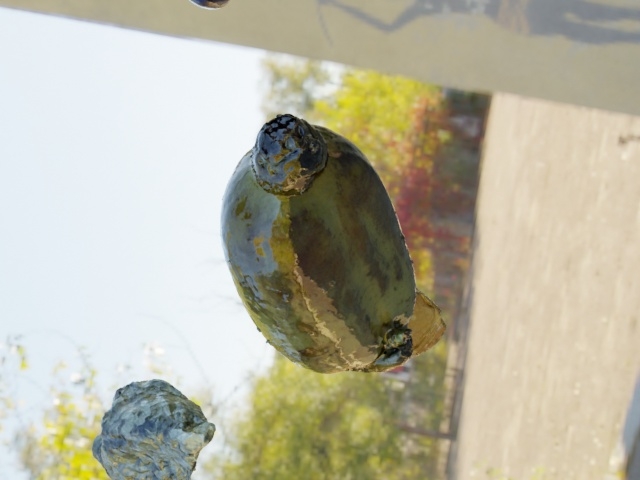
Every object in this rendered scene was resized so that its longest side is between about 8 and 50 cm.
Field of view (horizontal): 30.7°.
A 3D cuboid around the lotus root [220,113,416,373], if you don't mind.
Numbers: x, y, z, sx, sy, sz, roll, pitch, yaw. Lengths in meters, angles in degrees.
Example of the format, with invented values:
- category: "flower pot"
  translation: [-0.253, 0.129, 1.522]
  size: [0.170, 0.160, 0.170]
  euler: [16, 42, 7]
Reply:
- category: "lotus root"
  translation: [0.000, 0.000, 1.071]
  size: [0.309, 0.173, 0.173]
  euler: [67, -155, -42]

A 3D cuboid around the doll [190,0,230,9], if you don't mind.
- category: "doll"
  translation: [-0.078, -0.349, 1.038]
  size: [0.187, 0.365, 0.376]
  euler: [34, 157, 54]

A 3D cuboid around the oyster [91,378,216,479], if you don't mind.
- category: "oyster"
  translation: [-0.174, 0.203, 1.186]
  size: [0.064, 0.125, 0.177]
  euler: [-32, -16, -50]

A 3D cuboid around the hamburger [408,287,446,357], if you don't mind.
- category: "hamburger"
  translation: [0.095, 0.090, 1.304]
  size: [0.083, 0.076, 0.044]
  euler: [54, 176, -22]
